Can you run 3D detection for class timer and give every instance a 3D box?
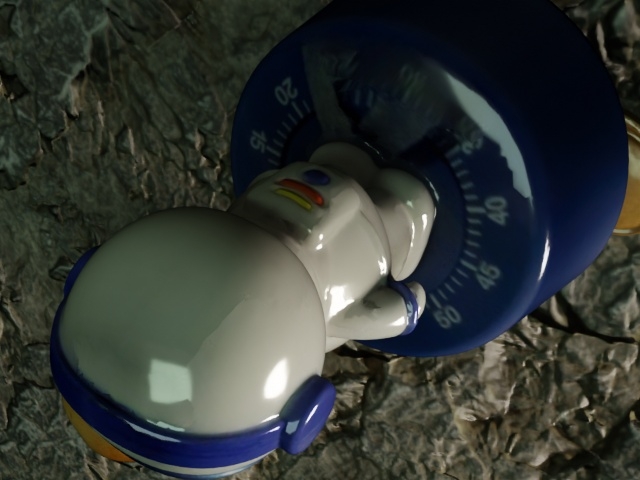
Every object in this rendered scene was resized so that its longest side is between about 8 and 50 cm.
[{"bbox_3d":[0.000,0.000,0.552,0.270,0.383,0.270,18,124,28],"label":"timer"}]

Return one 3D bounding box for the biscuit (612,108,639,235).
[{"bbox_3d":[0.189,-0.049,0.669,0.140,0.023,0.118,28,126,9],"label":"biscuit"}]

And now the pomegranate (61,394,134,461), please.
[{"bbox_3d":[-0.128,0.097,0.800,0.209,0.209,0.209,12,122,20],"label":"pomegranate"}]
